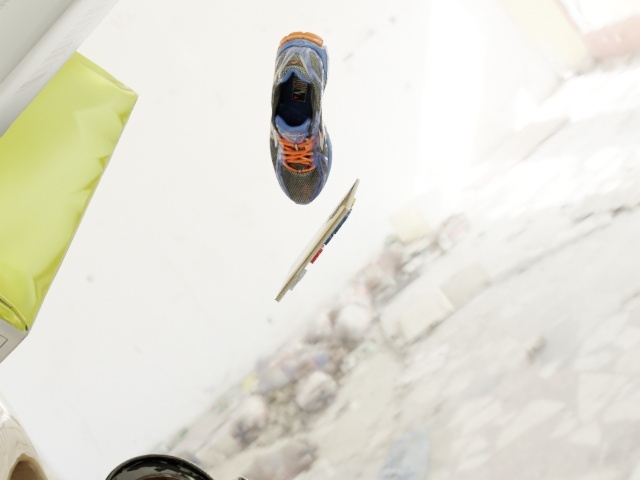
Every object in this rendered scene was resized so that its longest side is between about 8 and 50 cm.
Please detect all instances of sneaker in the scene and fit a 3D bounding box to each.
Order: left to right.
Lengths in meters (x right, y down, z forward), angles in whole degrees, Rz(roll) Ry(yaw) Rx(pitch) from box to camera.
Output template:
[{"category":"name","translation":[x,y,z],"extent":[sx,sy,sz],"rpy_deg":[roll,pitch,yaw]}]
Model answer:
[{"category":"sneaker","translation":[-0.031,-0.137,1.396],"extent":[0.083,0.221,0.087],"rpy_deg":[2,32,10]}]

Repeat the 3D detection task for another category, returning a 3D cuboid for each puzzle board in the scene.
[{"category":"puzzle board","translation":[0.000,0.000,1.192],"extent":[0.128,0.011,0.096],"rpy_deg":[-52,5,23]}]

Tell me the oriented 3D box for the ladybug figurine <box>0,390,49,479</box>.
[{"category":"ladybug figurine","translation":[-0.254,0.301,0.791],"extent":[0.162,0.449,0.305],"rpy_deg":[-11,16,-3]}]

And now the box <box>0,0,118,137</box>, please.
[{"category":"box","translation":[-0.247,-0.218,0.549],"extent":[0.215,0.345,0.168],"rpy_deg":[-44,11,12]}]

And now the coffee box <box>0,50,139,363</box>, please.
[{"category":"coffee box","translation":[-0.425,-0.040,1.049],"extent":[0.334,0.338,0.337],"rpy_deg":[-41,24,36]}]

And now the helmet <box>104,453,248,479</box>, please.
[{"category":"helmet","translation":[-0.139,0.282,1.065],"extent":[0.169,0.169,0.161],"rpy_deg":[-45,15,-32]}]
